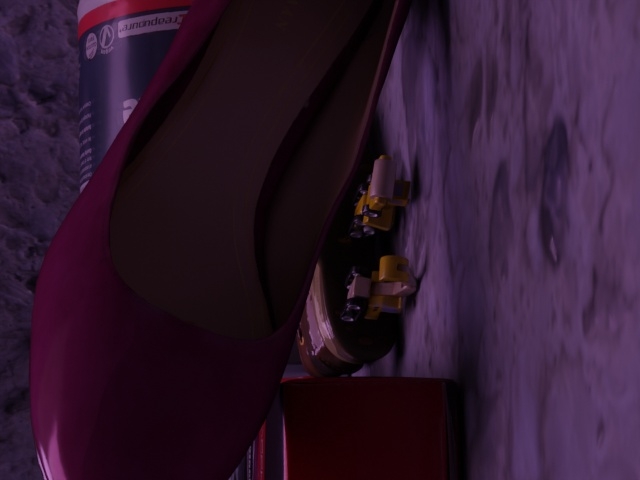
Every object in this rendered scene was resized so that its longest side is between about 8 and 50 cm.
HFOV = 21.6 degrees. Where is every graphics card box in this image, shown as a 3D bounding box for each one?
[{"bbox_3d":[0.006,0.196,0.956,0.371,0.094,0.233,134,135,-83],"label":"graphics card box"}]

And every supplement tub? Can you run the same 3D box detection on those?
[{"bbox_3d":[-0.068,-0.045,1.139,0.191,0.191,0.272,126,142,-80],"label":"supplement tub"}]

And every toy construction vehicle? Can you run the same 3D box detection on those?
[{"bbox_3d":[0.037,0.000,0.943,0.098,0.035,0.086,112,167,-68],"label":"toy construction vehicle"}]

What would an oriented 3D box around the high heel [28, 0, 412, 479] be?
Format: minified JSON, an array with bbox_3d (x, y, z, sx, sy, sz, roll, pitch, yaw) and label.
[{"bbox_3d":[-0.034,-0.047,0.774,0.181,0.127,0.377,127,160,-49],"label":"high heel"}]

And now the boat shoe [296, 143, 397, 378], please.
[{"bbox_3d":[0.000,0.000,1.024,0.060,0.064,0.178,-37,50,45],"label":"boat shoe"}]

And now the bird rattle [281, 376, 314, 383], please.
[{"bbox_3d":[-0.091,0.036,1.349,0.253,0.207,0.143,116,154,-69],"label":"bird rattle"}]

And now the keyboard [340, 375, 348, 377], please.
[{"bbox_3d":[0.007,0.119,1.304,0.256,0.014,0.072,97,170,-53],"label":"keyboard"}]
